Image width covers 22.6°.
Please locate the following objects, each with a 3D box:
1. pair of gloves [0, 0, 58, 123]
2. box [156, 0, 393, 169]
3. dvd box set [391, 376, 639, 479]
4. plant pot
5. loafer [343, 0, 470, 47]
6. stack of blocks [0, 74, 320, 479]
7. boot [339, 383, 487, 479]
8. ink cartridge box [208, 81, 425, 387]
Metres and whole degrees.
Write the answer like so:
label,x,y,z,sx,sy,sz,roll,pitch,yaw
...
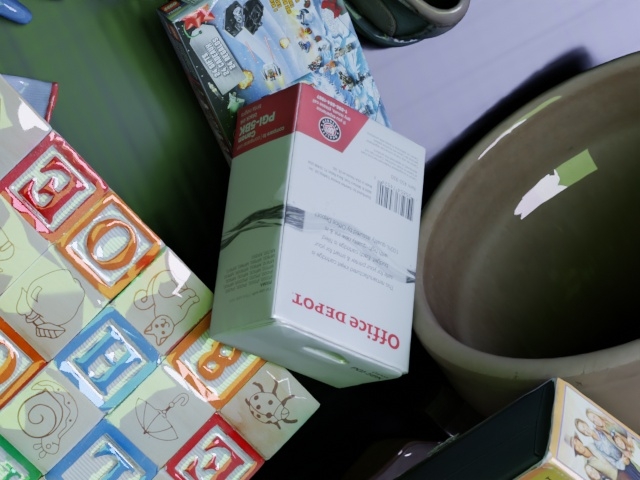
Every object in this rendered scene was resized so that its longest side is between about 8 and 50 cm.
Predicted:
label,x,y,z,sx,sy,sz,roll,pitch,yaw
pair of gloves,-0.211,-0.120,0.858,0.159,0.023,0.198,10,96,-19
box,-0.022,-0.092,0.890,0.094,0.027,0.137,-32,126,-13
dvd box set,0.176,0.273,0.892,0.420,0.307,0.062,36,40,-16
plant pot,0.212,0.051,0.906,0.263,0.263,0.229,-41,123,-9
loafer,-0.005,-0.222,0.878,0.096,0.084,0.267,-43,105,-9
stack of blocks,-0.165,0.041,0.840,0.171,0.087,0.297,-45,110,-8
boot,0.069,0.147,0.958,0.118,0.042,0.087,-44,107,-8
ink cartridge box,0.000,0.000,0.851,0.099,0.056,0.135,25,61,-37
